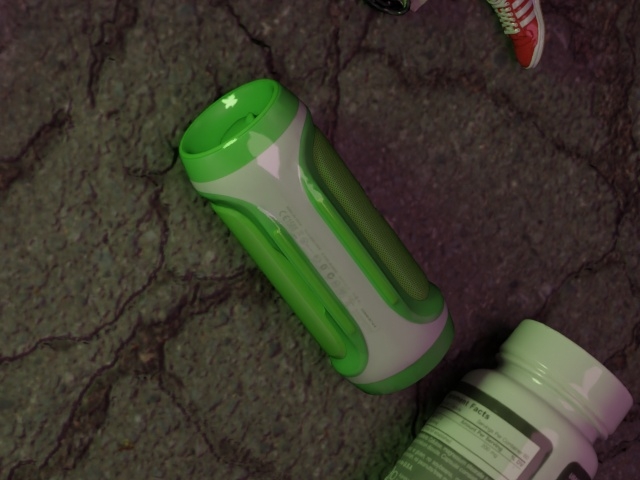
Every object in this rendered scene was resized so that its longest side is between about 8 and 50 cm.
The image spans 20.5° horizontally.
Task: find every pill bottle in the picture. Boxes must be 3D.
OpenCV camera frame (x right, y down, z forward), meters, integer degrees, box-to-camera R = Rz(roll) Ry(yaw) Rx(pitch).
[{"bbox_3d":[0.164,0.227,1.706,0.161,0.161,0.283,43,80,-26],"label":"pill bottle"}]

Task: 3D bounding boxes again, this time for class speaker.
[{"bbox_3d":[0.000,0.000,1.598,0.131,0.131,0.296,-43,115,-12],"label":"speaker"}]

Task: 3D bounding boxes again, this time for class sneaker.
[{"bbox_3d":[0.177,-0.221,1.687,0.067,0.042,0.118,-7,96,-29],"label":"sneaker"}]

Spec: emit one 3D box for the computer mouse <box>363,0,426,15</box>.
[{"bbox_3d":[0.085,-0.354,1.599,0.188,0.072,0.272,36,84,-26],"label":"computer mouse"}]
